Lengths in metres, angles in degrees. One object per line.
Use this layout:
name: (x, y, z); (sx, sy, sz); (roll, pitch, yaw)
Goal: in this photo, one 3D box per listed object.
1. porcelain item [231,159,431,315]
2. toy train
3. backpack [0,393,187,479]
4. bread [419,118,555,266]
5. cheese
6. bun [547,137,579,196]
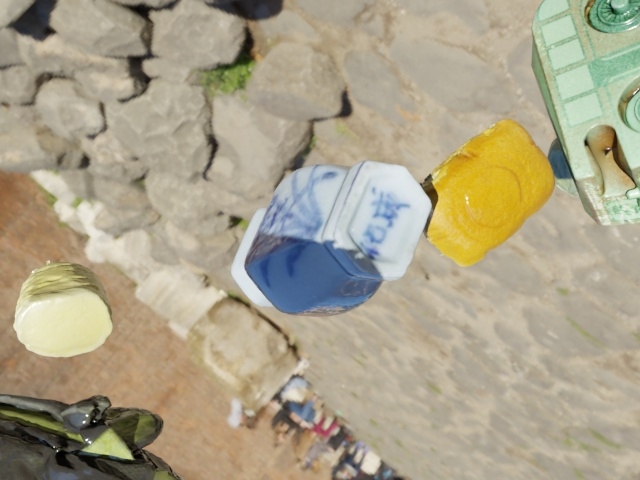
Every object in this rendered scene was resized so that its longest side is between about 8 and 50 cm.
porcelain item: (0.000, 0.000, 1.324); (0.178, 0.242, 0.405); (29, 160, -17)
toy train: (0.334, -0.169, 0.944); (0.159, 0.326, 0.129); (-18, 144, 20)
backpack: (-0.180, 0.174, 0.515); (0.253, 0.140, 0.207); (12, 147, 10)
bread: (0.265, -0.080, 1.388); (0.174, 0.245, 0.121); (54, 173, -23)
cheese: (-0.347, 0.089, 1.124); (0.123, 0.093, 0.167); (1, -169, -18)
bun: (0.551, -0.145, 1.692); (0.195, 0.118, 0.195); (14, 174, 2)
